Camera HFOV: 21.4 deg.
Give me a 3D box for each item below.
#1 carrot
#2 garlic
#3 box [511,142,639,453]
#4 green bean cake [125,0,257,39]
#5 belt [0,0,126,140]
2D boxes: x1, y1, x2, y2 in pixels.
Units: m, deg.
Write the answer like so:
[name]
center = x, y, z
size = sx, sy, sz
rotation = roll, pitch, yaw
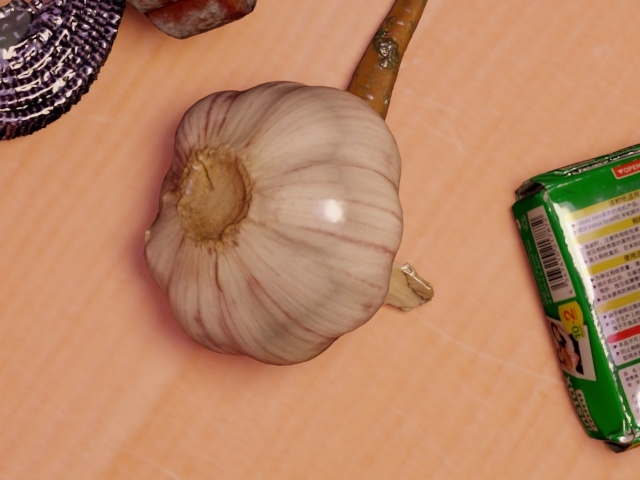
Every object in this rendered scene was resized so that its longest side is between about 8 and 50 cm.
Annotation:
[carrot]
center = 0.061, -0.166, 1.506
size = 0.049, 0.049, 0.254
rotation = 24, 77, -2
[garlic]
center = 0.000, 0.000, 1.419
size = 0.253, 0.245, 0.245
rotation = 23, 80, -39
[box]
center = 0.285, 0.043, 1.471
size = 0.180, 0.103, 0.250
rotation = -18, 87, -7
[green bean cake]
center = -0.130, -0.298, 1.405
size = 0.097, 0.198, 0.232
rotation = -16, 54, 30
[belt]
center = -0.298, -0.244, 1.440
size = 0.260, 0.122, 0.324
rotation = -17, 88, -14
